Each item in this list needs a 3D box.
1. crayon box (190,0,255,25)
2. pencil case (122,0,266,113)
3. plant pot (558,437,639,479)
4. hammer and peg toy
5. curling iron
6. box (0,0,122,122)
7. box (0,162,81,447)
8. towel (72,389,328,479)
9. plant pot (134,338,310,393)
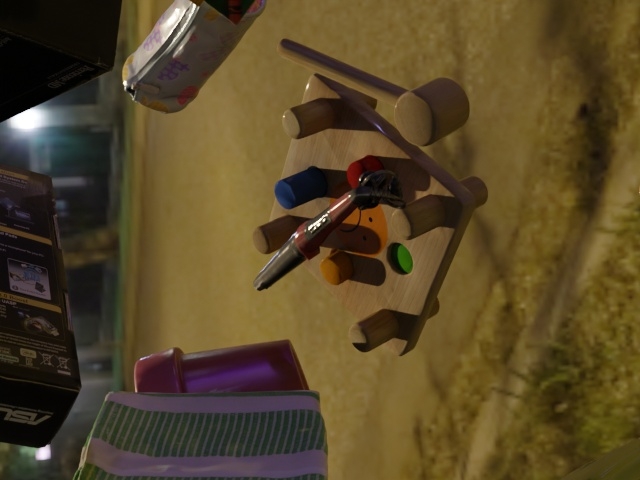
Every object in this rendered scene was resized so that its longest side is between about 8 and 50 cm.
[{"bbox_3d":[-0.162,-0.405,1.322,0.202,0.319,0.081,-52,14,12],"label":"crayon box"},{"bbox_3d":[-0.189,-0.297,1.751,0.273,0.124,0.113,-40,72,45],"label":"pencil case"},{"bbox_3d":[0.196,0.258,0.787,0.207,0.227,0.228,-30,77,39],"label":"plant pot"},{"bbox_3d":[0.059,-0.071,1.357,0.266,0.127,0.361,43,137,27],"label":"hammer and peg toy"},{"bbox_3d":[0.000,0.000,1.255,0.274,0.068,0.035,-39,54,48],"label":"curling iron"},{"bbox_3d":[-0.284,-0.161,0.858,0.261,0.184,0.103,-11,66,49],"label":"box"},{"bbox_3d":[-0.428,0.014,1.086,0.097,0.395,0.318,-56,35,30],"label":"box"},{"bbox_3d":[-0.114,0.217,1.136,0.325,0.248,0.038,-90,0,-74],"label":"towel"},{"bbox_3d":[-0.100,0.204,1.408,0.201,0.180,0.201,160,90,-90],"label":"plant pot"}]
